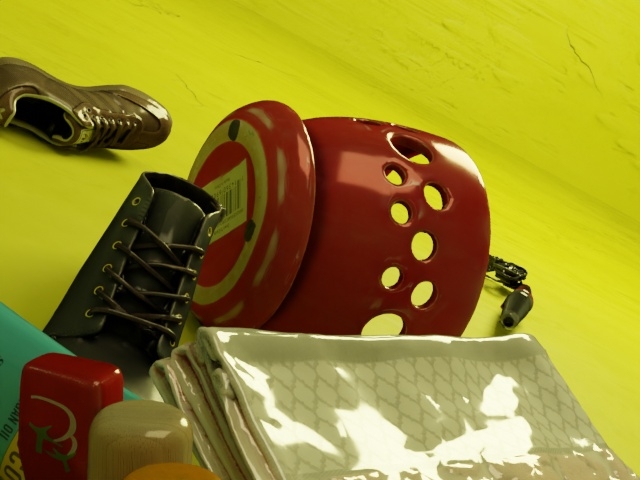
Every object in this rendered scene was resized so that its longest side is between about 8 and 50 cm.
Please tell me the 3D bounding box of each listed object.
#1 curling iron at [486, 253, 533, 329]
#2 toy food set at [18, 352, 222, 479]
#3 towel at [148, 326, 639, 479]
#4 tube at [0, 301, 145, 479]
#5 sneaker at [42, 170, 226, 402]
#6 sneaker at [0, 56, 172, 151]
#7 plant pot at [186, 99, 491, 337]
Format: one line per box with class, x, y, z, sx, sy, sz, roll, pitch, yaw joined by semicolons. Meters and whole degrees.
curling iron;0.206;0.064;1.342;0.068;0.035;0.274;26;14;3
toy food set;-0.134;0.108;0.475;0.232;0.104;0.111;9;15;17
towel;0.107;0.170;0.635;0.332;0.053;0.317;7;39;-48
tube;-0.155;0.066;0.581;0.207;0.080;0.052;33;12;28
sneaker;-0.107;0.036;0.668;0.083;0.118;0.222;25;15;-16
sneaker;-0.213;-0.102;1.075;0.188;0.066;0.071;12;39;-36
plant pot;0.000;0.000;0.878;0.174;0.191;0.191;10;23;-31
